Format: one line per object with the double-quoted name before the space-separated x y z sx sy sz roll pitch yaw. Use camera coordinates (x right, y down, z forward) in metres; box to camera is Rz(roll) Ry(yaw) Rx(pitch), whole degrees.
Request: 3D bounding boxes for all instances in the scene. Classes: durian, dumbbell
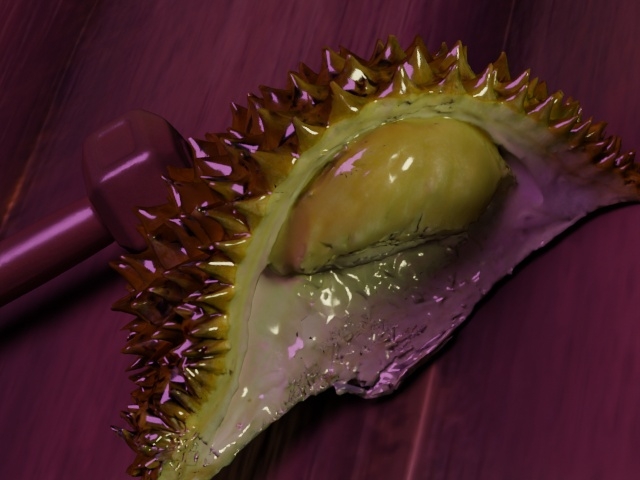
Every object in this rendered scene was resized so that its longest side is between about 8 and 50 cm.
"durian" 0.000 0.000 0.942 0.306 0.166 0.172 -40 9 -16
"dumbbell" -0.170 0.012 1.071 0.231 0.082 0.092 -30 41 6
